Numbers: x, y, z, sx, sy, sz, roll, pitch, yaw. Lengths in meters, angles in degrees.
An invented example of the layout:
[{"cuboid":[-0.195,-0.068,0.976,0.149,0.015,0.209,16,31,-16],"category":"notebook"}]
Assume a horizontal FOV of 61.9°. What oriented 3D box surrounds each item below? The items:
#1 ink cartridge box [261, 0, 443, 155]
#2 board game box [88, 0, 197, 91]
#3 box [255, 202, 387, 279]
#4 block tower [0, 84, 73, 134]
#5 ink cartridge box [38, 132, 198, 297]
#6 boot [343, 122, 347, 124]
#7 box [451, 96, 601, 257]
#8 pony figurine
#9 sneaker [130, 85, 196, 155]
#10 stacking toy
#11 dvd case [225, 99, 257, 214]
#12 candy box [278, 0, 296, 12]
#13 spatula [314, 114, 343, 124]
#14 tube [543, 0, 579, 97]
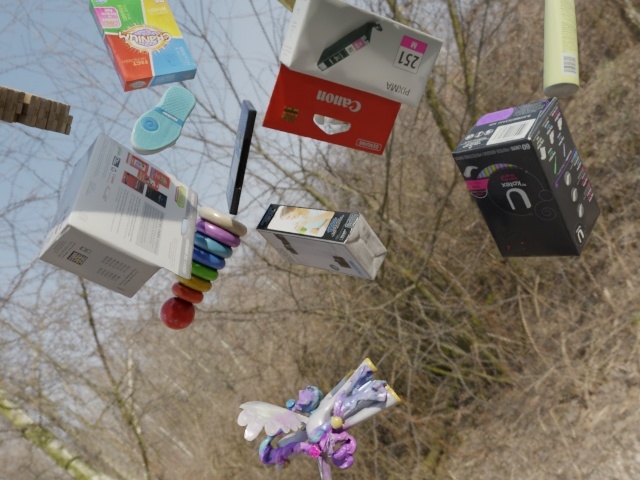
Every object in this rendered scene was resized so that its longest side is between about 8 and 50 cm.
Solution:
[{"cuboid":[0.056,-0.280,0.950,0.060,0.275,0.238,48,124,54],"category":"ink cartridge box"},{"cuboid":[-0.579,-0.658,1.748,0.242,0.316,0.064,-22,-8,-28],"category":"board game box"},{"cuboid":[0.000,0.000,1.332,0.169,0.290,0.087,50,-120,-44],"category":"box"},{"cuboid":[-0.831,-0.363,1.433,0.335,0.097,0.090,-3,-70,-70],"category":"block tower"},{"cuboid":[-0.425,-0.043,1.186,0.130,0.272,0.309,-39,36,27],"category":"ink cartridge box"},{"cuboid":[0.123,-0.370,1.334,0.095,0.204,0.261,-53,-21,-32],"category":"boot"},{"cuboid":[0.401,-0.110,1.033,0.165,0.270,0.143,-4,38,50],"category":"box"},{"cuboid":[0.003,0.426,1.200,0.364,0.302,0.351,-37,-10,-4],"category":"pony figurine"},{"cuboid":[-0.514,-0.329,1.687,0.208,0.127,0.319,-41,18,44],"category":"sneaker"},{"cuboid":[-0.325,0.082,1.412,0.141,0.141,0.330,88,-152,-84],"category":"stacking toy"},{"cuboid":[-0.196,-0.206,1.303,0.180,0.022,0.252,-120,42,-65],"category":"dvd case"},{"cuboid":[-0.146,-0.874,1.651,0.183,0.316,0.087,-53,4,-29],"category":"candy box"},{"cuboid":[-0.001,-0.381,1.215,0.168,0.019,0.241,-14,-67,-35],"category":"spatula"},{"cuboid":[0.453,-0.390,1.009,0.070,0.062,0.240,47,-134,-74],"category":"tube"}]
